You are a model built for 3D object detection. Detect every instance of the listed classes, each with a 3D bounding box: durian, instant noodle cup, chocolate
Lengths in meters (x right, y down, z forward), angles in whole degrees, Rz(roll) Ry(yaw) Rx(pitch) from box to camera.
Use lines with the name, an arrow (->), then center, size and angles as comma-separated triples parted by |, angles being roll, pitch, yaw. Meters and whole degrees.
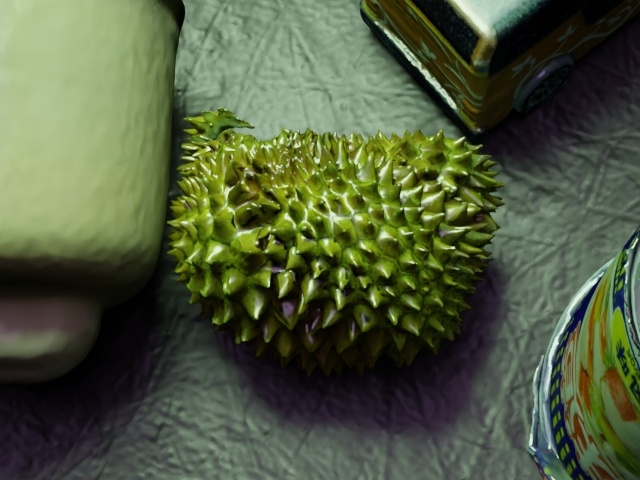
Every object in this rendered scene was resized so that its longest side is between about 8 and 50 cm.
durian -> 0.003, 0.002, 1.153 | 0.237, 0.200, 0.176 | 15, 52, 0
instant noodle cup -> 0.277, 0.077, 1.047 | 0.284, 0.312, 0.284 | -2, 73, 5
chocolate -> -0.267, -0.057, 1.143 | 0.326, 0.314, 0.297 | 7, 77, 6

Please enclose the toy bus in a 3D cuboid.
toy bus -> 0.193, -0.246, 1.217 | 0.323, 0.194, 0.162 | -38, 72, -7
